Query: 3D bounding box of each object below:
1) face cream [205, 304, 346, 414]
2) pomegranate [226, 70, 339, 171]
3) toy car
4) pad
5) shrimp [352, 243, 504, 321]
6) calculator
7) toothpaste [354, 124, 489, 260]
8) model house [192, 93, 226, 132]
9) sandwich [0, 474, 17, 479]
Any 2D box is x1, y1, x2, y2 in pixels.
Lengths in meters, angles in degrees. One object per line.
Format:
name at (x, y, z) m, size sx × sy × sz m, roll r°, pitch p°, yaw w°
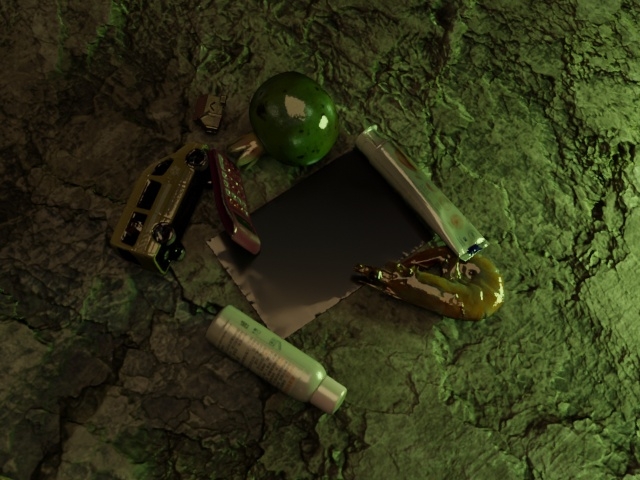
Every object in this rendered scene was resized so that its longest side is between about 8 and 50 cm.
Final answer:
face cream at (-0.076, 0.217, 1.635) m, size 0.269 × 0.082 × 0.082 m, roll 33°, pitch 70°, yaw 8°
pomegranate at (-0.076, -0.215, 1.758) m, size 0.225 × 0.187 × 0.187 m, roll -31°, pitch 73°, yaw 7°
toy car at (-0.292, -0.071, 1.721) m, size 0.125 × 0.101 × 0.256 m, roll 17°, pitch 70°, yaw 11°
pad at (0.000, 0.000, 1.763) m, size 0.368 × 0.007 × 0.247 m, roll -34°, pitch 75°, yaw -15°
shrimp at (0.208, 0.061, 1.722) m, size 0.287 × 0.063 × 0.152 m, roll 16°, pitch 67°, yaw -1°
calculator at (-0.164, -0.071, 1.715) m, size 0.034 × 0.127 × 0.190 m, roll -22°, pitch 68°, yaw 14°
toothpaste at (0.194, -0.093, 1.778) m, size 0.323 × 0.066 × 0.100 m, roll 48°, pitch 42°, yaw 14°
model house at (-0.222, -0.251, 1.818) m, size 0.058 × 0.057 × 0.083 m, roll 13°, pitch 70°, yaw -4°
sandwich at (-0.628, 0.483, 1.511) m, size 0.212 × 0.063 × 0.244 m, roll 19°, pitch 68°, yaw 7°
